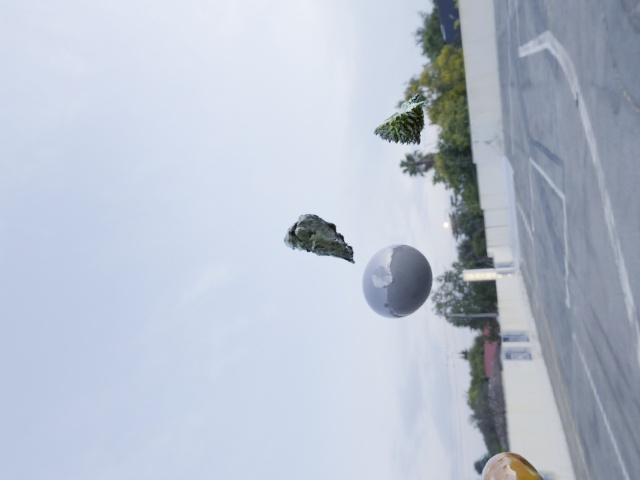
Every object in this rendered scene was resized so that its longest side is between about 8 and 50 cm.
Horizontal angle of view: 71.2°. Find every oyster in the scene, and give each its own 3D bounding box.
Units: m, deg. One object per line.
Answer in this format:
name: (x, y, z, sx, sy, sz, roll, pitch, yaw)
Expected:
oyster: (0.000, 0.000, 0.905, 0.177, 0.064, 0.125, 26, -162, -25)

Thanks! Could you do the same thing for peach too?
peach: (0.410, 0.529, 0.945, 0.138, 0.138, 0.137, -5, -90, -69)

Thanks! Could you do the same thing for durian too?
durian: (0.272, -0.403, 1.466, 0.352, 0.159, 0.168, -55, -20, -63)

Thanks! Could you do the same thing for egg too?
egg: (0.192, 0.105, 1.134, 0.232, 0.176, 0.175, -40, -57, -54)
